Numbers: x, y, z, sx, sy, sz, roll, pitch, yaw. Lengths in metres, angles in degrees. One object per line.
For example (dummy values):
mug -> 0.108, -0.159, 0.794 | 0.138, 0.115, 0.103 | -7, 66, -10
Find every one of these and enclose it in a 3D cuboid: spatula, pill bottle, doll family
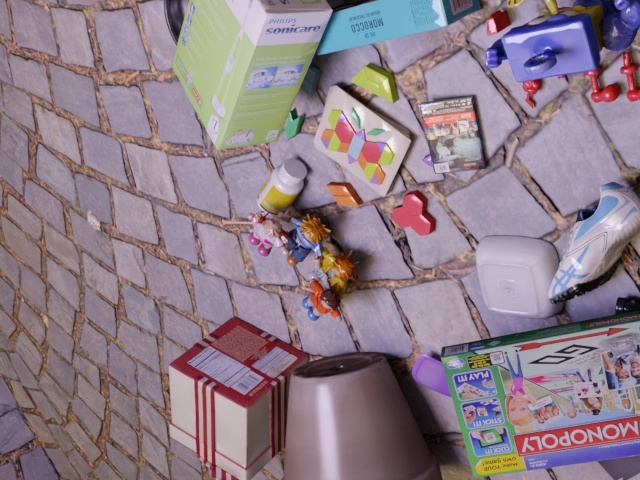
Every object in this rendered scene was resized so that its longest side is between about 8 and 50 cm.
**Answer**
spatula -> 0.299, 0.315, 1.580 | 0.296, 0.030, 0.084 | 37, 137, 17
pill bottle -> -0.071, -0.101, 1.604 | 0.065, 0.065, 0.116 | 47, 139, 7
doll family -> -0.017, 0.025, 1.590 | 0.263, 0.118, 0.163 | 50, 159, -1

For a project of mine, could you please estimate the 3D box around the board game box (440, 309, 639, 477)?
board game box -> 0.362, 0.234, 1.284 | 0.317, 0.046, 0.213 | -13, 103, 16

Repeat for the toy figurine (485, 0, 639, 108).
toy figurine -> 0.336, -0.229, 1.042 | 0.363, 0.217, 0.191 | 2, 118, 42

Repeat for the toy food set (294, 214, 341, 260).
toy food set -> 0.000, 0.000, 1.647 | 0.078, 0.019, 0.122 | -8, 119, 45

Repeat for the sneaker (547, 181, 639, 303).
sneaker -> 0.399, 0.009, 1.258 | 0.086, 0.085, 0.237 | 61, 148, 31

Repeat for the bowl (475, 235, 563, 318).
bowl -> 0.316, 0.067, 1.382 | 0.142, 0.053, 0.142 | 5, 120, 38

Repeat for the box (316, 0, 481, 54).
box -> 0.105, -0.335, 1.264 | 0.244, 0.100, 0.060 | -1, 114, 42

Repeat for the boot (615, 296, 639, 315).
boot -> 0.496, 0.137, 1.278 | 0.099, 0.045, 0.121 | 7, 123, 32

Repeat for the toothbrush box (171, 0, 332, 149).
toothbrush box -> -0.119, -0.317, 1.351 | 0.206, 0.122, 0.283 | 59, 145, 27

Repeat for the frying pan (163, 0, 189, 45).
frying pan -> -0.190, -0.447, 1.488 | 0.197, 0.053, 0.326 | 30, 132, 21

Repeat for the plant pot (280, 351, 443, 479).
plant pot -> 0.061, 0.376, 1.665 | 0.323, 0.323, 0.280 | -5, 96, 44

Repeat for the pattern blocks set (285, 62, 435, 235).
pattern blocks set -> 0.070, -0.168, 1.464 | 0.325, 0.026, 0.285 | 27, 132, 27

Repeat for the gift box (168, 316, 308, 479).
gift box -> -0.171, 0.370, 1.874 | 0.276, 0.255, 0.258 | 28, 131, 30

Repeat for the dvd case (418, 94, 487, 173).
dvd case -> 0.208, -0.164, 1.336 | 0.087, 0.013, 0.119 | -5, 113, 27

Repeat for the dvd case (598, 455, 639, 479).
dvd case -> 0.454, 0.254, 1.305 | 0.164, 0.018, 0.221 | -40, 96, 21
